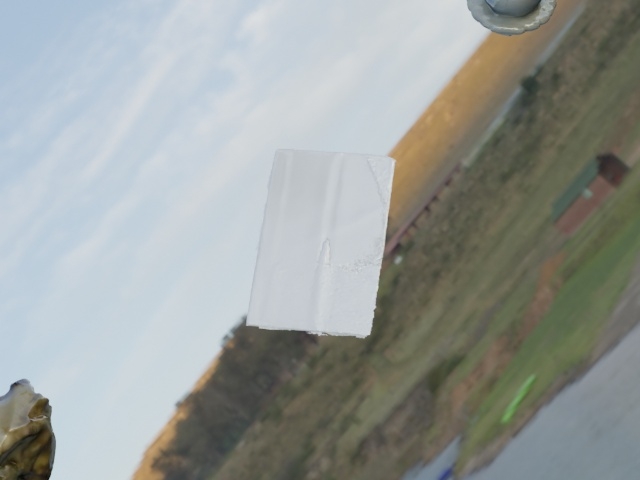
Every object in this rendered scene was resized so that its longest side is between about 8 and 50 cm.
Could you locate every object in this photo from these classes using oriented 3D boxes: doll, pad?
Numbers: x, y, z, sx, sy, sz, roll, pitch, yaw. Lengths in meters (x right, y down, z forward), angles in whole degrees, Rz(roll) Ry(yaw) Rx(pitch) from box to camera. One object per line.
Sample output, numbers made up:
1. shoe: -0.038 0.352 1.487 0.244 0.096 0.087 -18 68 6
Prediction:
1. doll: 0.247 -0.366 1.413 0.293 0.119 0.138 87 -171 -55
2. pad: 0.000 0.000 1.353 0.004 0.156 0.232 60 -143 -69

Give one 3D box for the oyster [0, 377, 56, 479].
1. oyster: -0.263 0.146 0.705 0.337 0.133 0.198 -33 32 45
